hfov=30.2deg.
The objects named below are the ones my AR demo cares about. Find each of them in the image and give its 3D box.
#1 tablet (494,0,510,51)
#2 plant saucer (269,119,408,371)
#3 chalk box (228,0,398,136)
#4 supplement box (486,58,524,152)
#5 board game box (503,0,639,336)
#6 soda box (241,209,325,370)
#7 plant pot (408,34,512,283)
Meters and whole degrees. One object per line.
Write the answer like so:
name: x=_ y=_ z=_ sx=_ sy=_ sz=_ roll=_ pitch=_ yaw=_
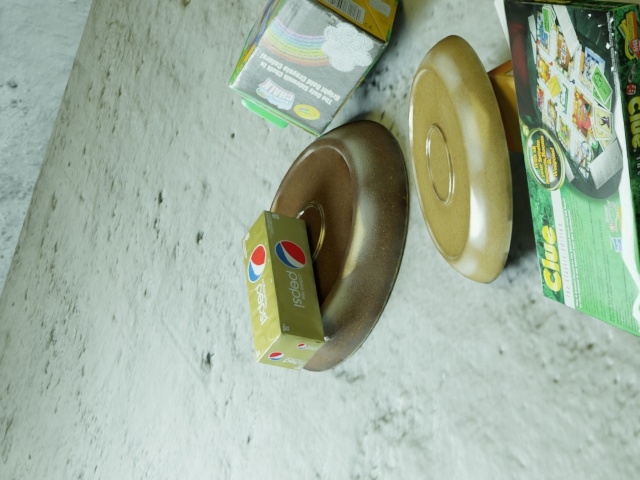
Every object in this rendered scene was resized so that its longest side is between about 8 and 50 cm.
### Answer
tablet: x=0.199 y=-0.232 z=1.192 sx=0.054 sy=0.006 sz=0.083 roll=-50 pitch=37 yaw=40
plant saucer: x=0.000 y=0.000 z=1.417 sx=0.310 sy=0.050 sz=0.310 roll=-39 pitch=44 yaw=50
chalk box: x=-0.018 y=-0.228 z=1.432 sx=0.213 sy=0.132 sz=0.132 roll=-50 pitch=17 yaw=39
supplement box: x=0.231 y=-0.111 z=0.973 sx=0.233 sy=0.080 sz=0.078 roll=25 pitch=142 yaw=63
board game box: x=0.207 y=-0.059 z=0.925 sx=0.136 sy=0.030 sz=0.259 roll=25 pitch=131 yaw=57
soda box: x=-0.045 y=0.056 z=1.356 sx=0.061 sy=0.058 sz=0.181 roll=-52 pitch=36 yaw=39
plant pot: x=0.124 y=-0.073 z=1.116 sx=0.236 sy=0.032 sz=0.236 roll=172 pitch=90 yaw=-80
